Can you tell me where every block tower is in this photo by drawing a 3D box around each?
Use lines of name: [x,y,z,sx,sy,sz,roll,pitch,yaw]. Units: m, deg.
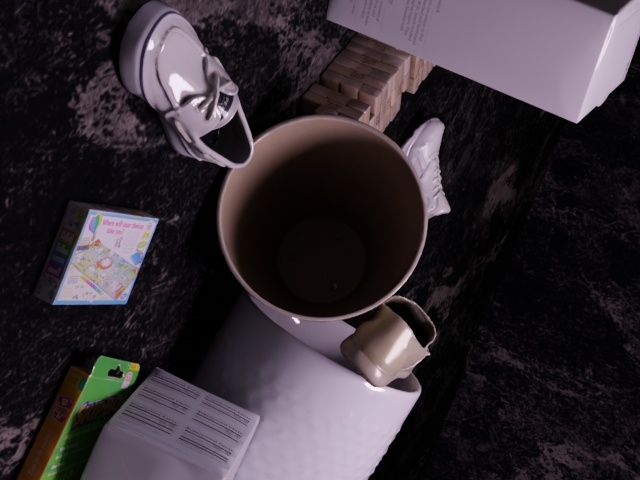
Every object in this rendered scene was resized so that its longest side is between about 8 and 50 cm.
block tower: [0.087,-0.242,1.773,0.335,0.091,0.097,-52,158,-37]

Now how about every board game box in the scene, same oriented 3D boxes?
board game box: [-0.291,0.248,1.427,0.259,0.039,0.124,-62,162,-3]
board game box: [-0.231,0.015,1.318,0.103,0.026,0.154,-67,161,5]

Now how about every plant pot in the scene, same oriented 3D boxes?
plant pot: [0.000,0.000,1.651,0.257,0.256,0.274,-62,175,-12]

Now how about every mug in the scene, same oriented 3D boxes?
mug: [-0.069,0.257,1.745,0.328,0.276,0.374,-60,-168,8]

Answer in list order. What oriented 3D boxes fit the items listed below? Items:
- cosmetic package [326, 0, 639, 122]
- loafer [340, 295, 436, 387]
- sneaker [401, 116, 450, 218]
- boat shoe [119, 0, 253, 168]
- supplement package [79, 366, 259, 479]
cosmetic package: [0.217,-0.307,1.618,0.197,0.365,0.155,-40,149,-53]
loafer: [0.103,0.120,1.619,0.092,0.102,0.268,-42,178,14]
sneaker: [0.180,-0.094,2.167,0.090,0.115,0.232,-15,127,-67]
boat shoe: [-0.128,-0.148,1.302,0.096,0.088,0.267,-59,161,-19]
supplement package: [-0.191,0.288,1.478,0.203,0.149,0.194,-55,170,-76]
